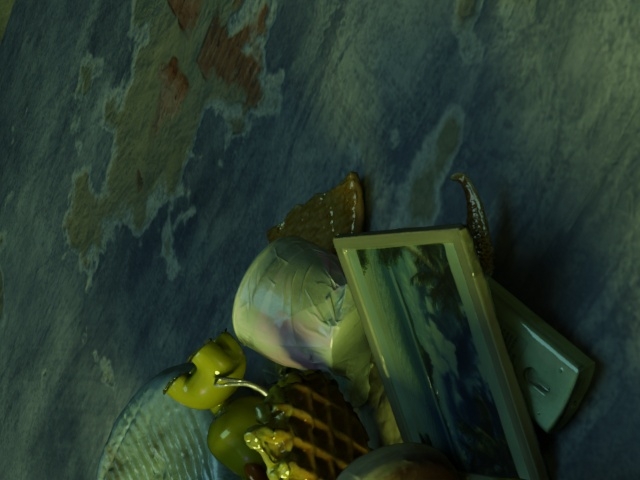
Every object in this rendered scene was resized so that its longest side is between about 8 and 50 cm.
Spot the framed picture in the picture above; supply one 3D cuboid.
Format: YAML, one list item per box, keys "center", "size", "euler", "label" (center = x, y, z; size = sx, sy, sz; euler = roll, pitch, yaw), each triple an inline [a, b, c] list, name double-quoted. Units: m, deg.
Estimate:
- center: [0.133, 0.133, 1.300]
  size: [0.232, 0.024, 0.315]
  euler: [-6, 106, 56]
  label: "framed picture"

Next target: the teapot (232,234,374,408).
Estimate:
- center: [-0.016, 0.122, 1.517]
  size: [0.178, 0.163, 0.222]
  euler: [25, 103, 33]
  label: "teapot"

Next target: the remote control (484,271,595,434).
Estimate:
- center: [0.192, 0.103, 1.267]
  size: [0.233, 0.038, 0.098]
  euler: [42, 128, 34]
  label: "remote control"

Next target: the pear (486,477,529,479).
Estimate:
- center: [0.186, 0.359, 1.078]
  size: [0.294, 0.294, 0.294]
  euler: [-16, 71, 55]
  label: "pear"

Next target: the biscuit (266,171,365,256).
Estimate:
- center: [0.001, 0.000, 1.640]
  size: [0.224, 0.033, 0.145]
  euler: [-36, 59, 49]
  label: "biscuit"

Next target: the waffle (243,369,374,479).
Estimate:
- center: [0.006, 0.272, 1.383]
  size: [0.058, 0.243, 0.238]
  euler: [-30, 94, 25]
  label: "waffle"

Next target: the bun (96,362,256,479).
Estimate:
- center: [-0.180, 0.360, 1.688]
  size: [0.354, 0.194, 0.355]
  euler: [-15, 68, 43]
  label: "bun"

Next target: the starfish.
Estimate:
- center: [0.162, 0.051, 1.360]
  size: [0.138, 0.050, 0.247]
  euler: [-18, 78, 51]
  label: "starfish"

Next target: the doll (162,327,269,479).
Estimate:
- center: [-0.095, 0.233, 1.506]
  size: [0.221, 0.143, 0.135]
  euler: [48, 116, 9]
  label: "doll"

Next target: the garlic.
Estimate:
- center: [0.073, 0.297, 1.299]
  size: [0.090, 0.198, 0.129]
  euler: [-24, 81, 55]
  label: "garlic"
